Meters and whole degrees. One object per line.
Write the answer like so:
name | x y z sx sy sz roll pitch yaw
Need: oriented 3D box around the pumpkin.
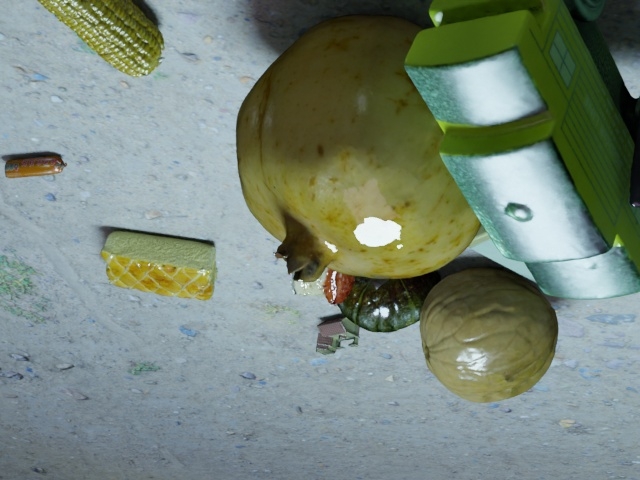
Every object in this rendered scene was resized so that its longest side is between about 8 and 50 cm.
pumpkin | 0.104 0.097 2.133 0.184 0.107 0.119 2 147 11

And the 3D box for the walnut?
walnut | 0.271 0.148 2.066 0.228 0.228 0.228 8 153 4

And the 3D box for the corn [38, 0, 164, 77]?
corn | -0.271 -0.276 1.559 0.080 0.080 0.238 -9 149 32

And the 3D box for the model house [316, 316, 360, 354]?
model house | 0.023 0.172 2.354 0.083 0.057 0.058 -13 150 41

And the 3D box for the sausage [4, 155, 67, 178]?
sausage | -0.435 -0.113 1.982 0.107 0.031 0.031 -3 150 25

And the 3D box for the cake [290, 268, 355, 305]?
cake | -0.005 0.018 1.999 0.086 0.116 0.220 8 155 18

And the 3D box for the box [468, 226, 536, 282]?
box | 0.370 -0.013 1.890 0.211 0.045 0.270 24 149 -27

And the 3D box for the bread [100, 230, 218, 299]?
bread | -0.271 0.045 2.191 0.189 0.068 0.125 9 153 3

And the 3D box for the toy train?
toy train | 0.247 -0.131 1.374 0.179 0.272 0.442 -4 137 37

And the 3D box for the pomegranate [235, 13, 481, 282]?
pomegranate | 0.046 -0.089 1.535 0.343 0.342 0.342 8 153 4

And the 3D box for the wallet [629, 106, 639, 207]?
wallet | 0.487 -0.143 1.321 0.323 0.247 0.041 3 -165 -6
